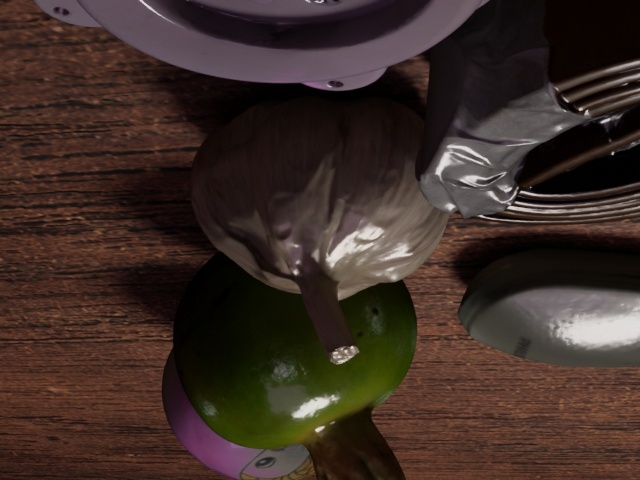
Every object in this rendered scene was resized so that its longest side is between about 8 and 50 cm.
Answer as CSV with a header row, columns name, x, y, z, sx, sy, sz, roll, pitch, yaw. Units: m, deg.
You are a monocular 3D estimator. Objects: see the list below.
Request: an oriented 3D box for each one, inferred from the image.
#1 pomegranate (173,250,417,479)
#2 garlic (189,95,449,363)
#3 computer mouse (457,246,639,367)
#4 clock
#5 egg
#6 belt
name,x,y,z,sx,sy,sz,roll,pitch,yaw
pomegranate,-0.009,0.130,1.456,0.236,0.302,0.236,-20,165,-5
garlic,0.000,0.000,1.242,0.218,0.212,0.218,1,153,1
computer mouse,0.301,0.079,1.525,0.331,0.095,0.197,3,162,5
clock,-0.024,-0.198,0.894,0.295,0.113,0.322,13,158,-17
egg,-0.059,0.170,1.702,0.196,0.196,0.271,-8,170,29
belt,0.209,-0.105,1.054,0.217,0.122,0.338,20,153,-35
